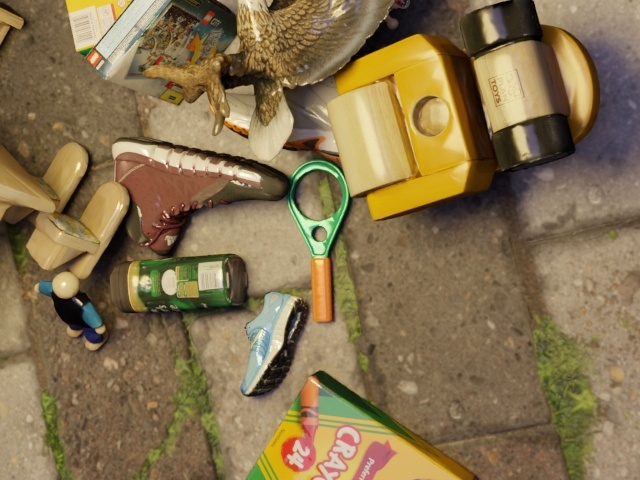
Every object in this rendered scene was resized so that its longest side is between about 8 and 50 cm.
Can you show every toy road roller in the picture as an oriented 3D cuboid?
[{"bbox_3d":[0.198,-0.162,1.414,0.329,0.240,0.202,-17,85,30],"label":"toy road roller"}]

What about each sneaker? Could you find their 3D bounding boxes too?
[{"bbox_3d":[-0.180,-0.049,1.568,0.281,0.106,0.162,14,99,24],"label":"sneaker"},{"bbox_3d":[-0.078,0.147,1.567,0.073,0.063,0.162,24,92,30],"label":"sneaker"},{"bbox_3d":[-0.023,-0.186,1.531,0.262,0.099,0.121,14,86,6],"label":"sneaker"}]

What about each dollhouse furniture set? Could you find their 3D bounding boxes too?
[{"bbox_3d":[-0.484,-0.181,1.513,0.394,0.362,0.256,40,102,40],"label":"dollhouse furniture set"}]

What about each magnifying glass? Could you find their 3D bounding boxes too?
[{"bbox_3d":[0.000,0.000,1.557,0.092,0.026,0.231,-2,88,14],"label":"magnifying glass"}]

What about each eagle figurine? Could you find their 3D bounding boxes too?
[{"bbox_3d":[-0.049,-0.276,1.413,0.226,0.225,0.298,41,59,21],"label":"eagle figurine"}]

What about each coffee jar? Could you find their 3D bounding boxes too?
[{"bbox_3d":[-0.205,0.063,1.569,0.184,0.096,0.079,-4,87,15],"label":"coffee jar"}]

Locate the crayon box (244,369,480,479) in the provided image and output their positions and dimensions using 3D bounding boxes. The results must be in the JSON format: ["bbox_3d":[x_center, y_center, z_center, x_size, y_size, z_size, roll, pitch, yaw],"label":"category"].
[{"bbox_3d":[0.071,0.352,1.513,0.318,0.081,0.202,32,98,11],"label":"crayon box"}]

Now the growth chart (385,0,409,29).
[{"bbox_3d":[0.117,-0.437,1.522,0.172,0.021,0.237,43,99,11],"label":"growth chart"}]

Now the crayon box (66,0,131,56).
[{"bbox_3d":[-0.295,-0.421,1.591,0.165,0.081,0.278,-13,88,13],"label":"crayon box"}]

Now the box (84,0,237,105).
[{"bbox_3d":[-0.206,-0.274,1.493,0.044,0.233,0.159,43,100,13],"label":"box"}]

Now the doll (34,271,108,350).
[{"bbox_3d":[-0.355,0.096,1.561,0.129,0.189,0.046,33,68,12],"label":"doll"}]
